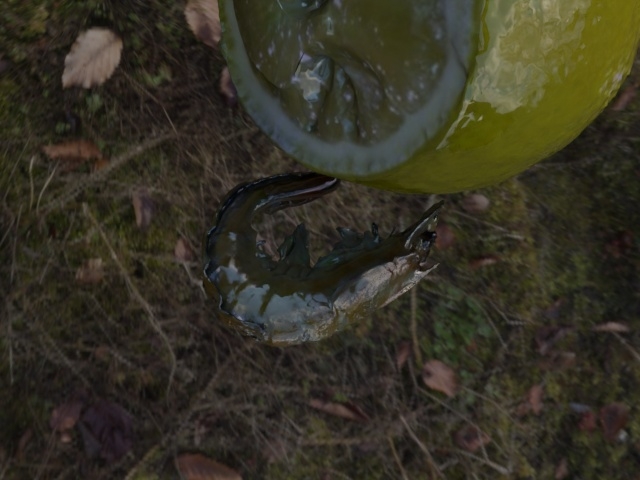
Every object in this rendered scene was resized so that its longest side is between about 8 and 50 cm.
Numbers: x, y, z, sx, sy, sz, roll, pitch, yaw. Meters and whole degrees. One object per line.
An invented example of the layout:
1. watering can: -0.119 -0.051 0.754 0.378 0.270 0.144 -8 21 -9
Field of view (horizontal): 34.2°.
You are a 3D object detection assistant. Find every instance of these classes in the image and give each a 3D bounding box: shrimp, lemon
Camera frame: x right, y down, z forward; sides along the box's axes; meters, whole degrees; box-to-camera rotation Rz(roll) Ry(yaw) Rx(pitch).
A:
1. shrimp: 0.000 0.001 0.957 0.253 0.058 0.173 -33 75 -30
2. lemon: 0.116 -0.214 0.870 0.364 0.364 0.364 -3 105 -11
